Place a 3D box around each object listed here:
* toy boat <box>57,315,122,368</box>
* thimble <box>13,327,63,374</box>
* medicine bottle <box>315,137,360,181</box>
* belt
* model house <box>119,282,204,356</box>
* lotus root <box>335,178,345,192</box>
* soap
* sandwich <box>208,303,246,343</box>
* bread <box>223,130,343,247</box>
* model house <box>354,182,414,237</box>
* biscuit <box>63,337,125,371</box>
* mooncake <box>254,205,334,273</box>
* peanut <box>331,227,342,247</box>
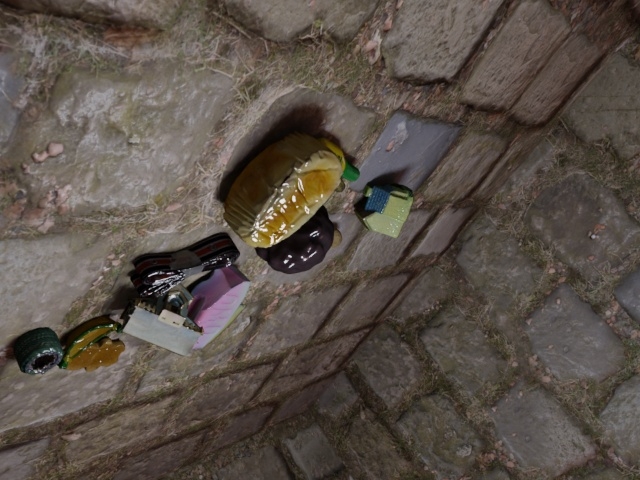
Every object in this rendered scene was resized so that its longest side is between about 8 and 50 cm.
[{"bbox_3d":[-0.749,0.322,1.692,0.229,0.088,0.089,-32,154,-14],"label":"toy boat"},{"bbox_3d":[-0.854,0.339,1.584,0.135,0.090,0.118,-44,151,16],"label":"thimble"},{"bbox_3d":[0.048,-0.265,1.791,0.111,0.076,0.309,-45,154,16],"label":"medicine bottle"},{"bbox_3d":[-0.430,0.074,1.697,0.359,0.094,0.126,-23,146,-32],"label":"belt"},{"bbox_3d":[-0.515,0.234,1.759,0.270,0.206,0.178,27,114,-20],"label":"model house"},{"bbox_3d":[0.063,-0.205,1.925,0.049,0.054,0.099,-51,153,2],"label":"lotus root"},{"bbox_3d":[-0.404,0.245,1.933,0.324,0.109,0.192,-55,154,11],"label":"soap"},{"bbox_3d":[-0.411,0.305,2.091,0.258,0.096,0.094,-45,147,14],"label":"sandwich"},{"bbox_3d":[-0.122,-0.158,1.589,0.388,0.183,0.236,-42,135,0],"label":"bread"},{"bbox_3d":[0.246,-0.149,2.162,0.189,0.195,0.214,9,116,-26],"label":"model house"},{"bbox_3d":[-0.795,0.396,1.812,0.225,0.036,0.166,5,130,-51],"label":"biscuit"},{"bbox_3d":[-0.100,-0.030,1.747,0.283,0.283,0.141,-41,155,4],"label":"mooncake"},{"bbox_3d":[-0.001,-0.001,2.135,0.227,0.086,0.104,-9,160,-44],"label":"peanut"}]
